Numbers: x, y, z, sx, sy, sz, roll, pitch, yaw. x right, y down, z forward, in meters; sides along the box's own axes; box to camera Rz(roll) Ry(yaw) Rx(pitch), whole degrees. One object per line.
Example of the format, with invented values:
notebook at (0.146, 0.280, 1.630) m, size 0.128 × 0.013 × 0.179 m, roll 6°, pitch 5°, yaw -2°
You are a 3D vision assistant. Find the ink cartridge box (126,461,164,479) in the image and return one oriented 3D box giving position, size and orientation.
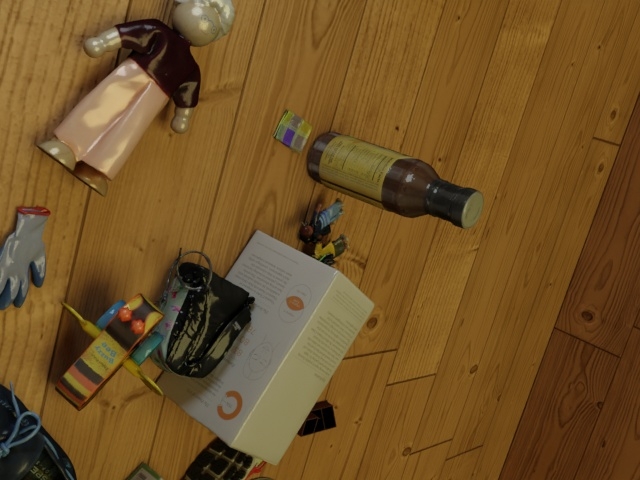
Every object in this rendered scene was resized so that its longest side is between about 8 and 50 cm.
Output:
ink cartridge box at (-0.315, 0.524, 1.471) m, size 0.109 × 0.062 × 0.209 m, roll -46°, pitch 140°, yaw -24°

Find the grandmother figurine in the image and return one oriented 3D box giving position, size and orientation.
grandmother figurine at (-0.241, -0.226, 1.105) m, size 0.342 × 0.104 × 0.208 m, roll -54°, pitch 150°, yaw -9°

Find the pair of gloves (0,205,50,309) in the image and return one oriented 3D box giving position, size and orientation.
pair of gloves at (-0.457, 0.021, 1.050) m, size 0.198 × 0.023 × 0.159 m, roll 7°, pitch 103°, yaw -52°

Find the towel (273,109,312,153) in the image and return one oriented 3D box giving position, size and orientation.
towel at (-0.048, -0.198, 1.420) m, size 0.083 × 0.009 × 0.060 m, roll 28°, pitch 89°, yaw -53°

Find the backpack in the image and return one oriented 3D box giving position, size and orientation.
backpack at (-0.216, 0.143, 1.324) m, size 0.152 × 0.115 × 0.182 m, roll 31°, pitch 76°, yaw -33°

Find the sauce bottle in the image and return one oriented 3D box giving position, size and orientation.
sauce bottle at (0.133, -0.106, 1.415) m, size 0.111 × 0.344 × 0.111 m, roll -30°, pitch 133°, yaw -39°

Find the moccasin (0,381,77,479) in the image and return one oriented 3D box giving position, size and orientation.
moccasin at (-0.448, 0.300, 1.139) m, size 0.138 × 0.117 × 0.342 m, roll -52°, pitch 141°, yaw -16°

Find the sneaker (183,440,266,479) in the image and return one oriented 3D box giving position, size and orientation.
sneaker at (-0.159, 0.457, 1.591) m, size 0.279 × 0.107 × 0.118 m, roll -37°, pitch 144°, yaw -28°

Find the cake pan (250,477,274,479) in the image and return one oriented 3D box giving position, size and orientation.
cake pan at (-0.171, 0.675, 1.736) m, size 0.293 × 0.054 × 0.293 m, roll -28°, pitch 130°, yaw -39°

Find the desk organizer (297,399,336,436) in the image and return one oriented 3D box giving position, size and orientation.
desk organizer at (-0.015, 0.406, 1.771) m, size 0.130 × 0.050 × 0.047 m, roll 0°, pitch 110°, yaw -50°

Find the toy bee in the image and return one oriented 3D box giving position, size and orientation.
toy bee at (-0.304, 0.134, 1.170) m, size 0.162 × 0.195 × 0.298 m, roll 141°, pitch -30°, yaw -89°

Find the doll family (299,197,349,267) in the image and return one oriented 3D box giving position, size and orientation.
doll family at (0.000, 0.000, 1.545) m, size 0.111 × 0.076 × 0.193 m, roll -32°, pitch 127°, yaw -29°

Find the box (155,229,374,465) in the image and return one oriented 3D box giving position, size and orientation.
box at (-0.098, 0.192, 1.414) m, size 0.345 × 0.215 × 0.168 m, roll -57°, pitch 143°, yaw -9°
